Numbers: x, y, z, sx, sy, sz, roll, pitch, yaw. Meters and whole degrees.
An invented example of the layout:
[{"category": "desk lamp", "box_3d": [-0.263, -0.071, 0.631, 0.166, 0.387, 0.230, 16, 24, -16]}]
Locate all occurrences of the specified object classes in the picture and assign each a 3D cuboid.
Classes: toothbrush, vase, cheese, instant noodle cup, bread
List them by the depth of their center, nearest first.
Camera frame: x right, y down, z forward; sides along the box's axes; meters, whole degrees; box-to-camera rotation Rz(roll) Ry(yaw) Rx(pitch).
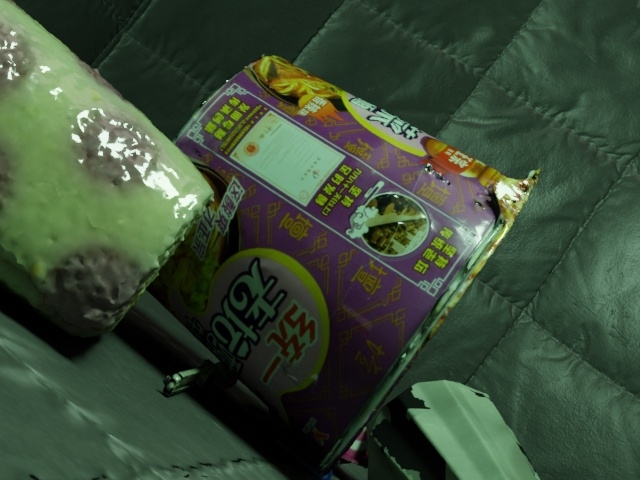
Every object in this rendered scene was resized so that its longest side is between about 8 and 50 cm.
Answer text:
[{"category": "bread", "box_3d": [-0.238, -0.083, 0.607, 0.338, 0.155, 0.187, 38, -9, -9]}, {"category": "toothbrush", "box_3d": [-0.107, 0.122, 0.808, 0.028, 0.026, 0.294, 37, -4, 8]}, {"category": "vase", "box_3d": [0.140, 0.239, 0.815, 0.165, 0.165, 0.360, 38, 0, -8]}, {"category": "instant noodle cup", "box_3d": [0.000, 0.000, 0.827, 0.266, 0.340, 0.340, 37, -5, 7]}, {"category": "cheese", "box_3d": [-0.006, 0.192, 0.948, 0.155, 0.062, 0.244, 39, 6, 4]}]
